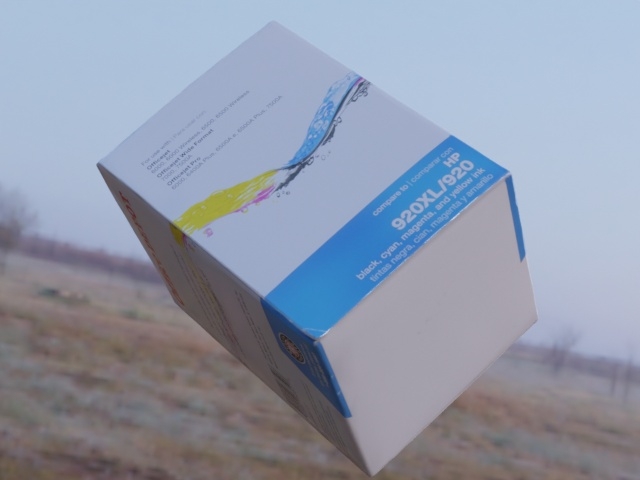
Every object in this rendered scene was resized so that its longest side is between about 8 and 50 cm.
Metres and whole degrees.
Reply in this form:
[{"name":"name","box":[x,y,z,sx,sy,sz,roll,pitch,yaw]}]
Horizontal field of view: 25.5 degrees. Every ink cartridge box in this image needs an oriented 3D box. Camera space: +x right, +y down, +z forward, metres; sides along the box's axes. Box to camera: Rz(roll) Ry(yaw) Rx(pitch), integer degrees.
[{"name":"ink cartridge box","box":[0.000,0.000,0.955,0.232,0.168,0.171,37,-19,35]}]
